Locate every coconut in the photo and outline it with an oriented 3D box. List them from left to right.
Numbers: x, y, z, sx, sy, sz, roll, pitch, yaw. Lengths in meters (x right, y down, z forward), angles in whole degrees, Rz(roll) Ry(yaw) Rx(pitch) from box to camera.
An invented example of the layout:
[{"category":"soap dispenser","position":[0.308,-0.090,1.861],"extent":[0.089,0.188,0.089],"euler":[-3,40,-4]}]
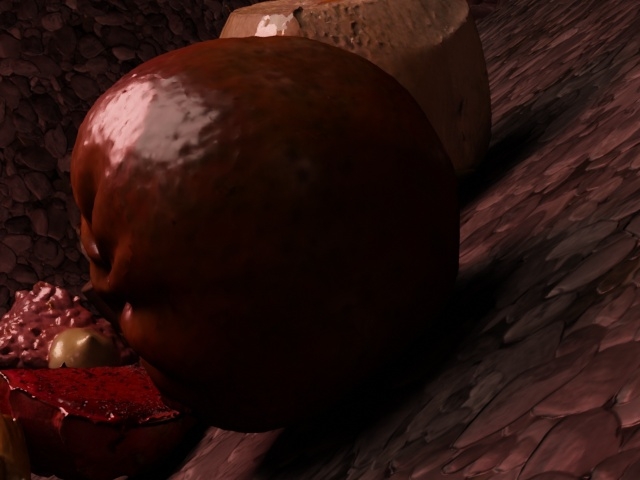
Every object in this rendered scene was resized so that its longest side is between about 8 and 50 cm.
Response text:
[{"category":"coconut","position":[0.052,-0.166,1.840],"extent":[0.405,0.404,0.404],"euler":[-38,8,6]}]

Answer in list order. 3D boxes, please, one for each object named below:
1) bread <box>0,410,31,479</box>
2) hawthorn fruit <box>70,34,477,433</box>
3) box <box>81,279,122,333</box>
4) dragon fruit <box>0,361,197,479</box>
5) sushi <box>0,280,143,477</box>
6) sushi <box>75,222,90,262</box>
[{"category":"bread","position":[-0.394,0.313,1.524],"extent":[0.099,0.235,0.210],"euler":[-3,-8,-25]},{"category":"hawthorn fruit","position":[-0.033,-0.016,1.294],"extent":[0.403,0.403,0.403],"euler":[-38,8,6]},{"category":"box","position":[-0.179,0.068,1.952],"extent":[0.301,0.216,0.301],"euler":[-36,9,7]},{"category":"dragon fruit","position":[-0.261,0.227,1.627],"extent":[0.262,0.163,0.189],"euler":[-1,-39,-37]},{"category":"sushi","position":[-0.367,0.200,1.873],"extent":[0.236,0.270,0.171],"euler":[-42,4,41]},{"category":"sushi","position":[-0.295,0.014,2.580],"extent":[0.294,0.281,0.299],"euler":[-33,0,-3]}]
